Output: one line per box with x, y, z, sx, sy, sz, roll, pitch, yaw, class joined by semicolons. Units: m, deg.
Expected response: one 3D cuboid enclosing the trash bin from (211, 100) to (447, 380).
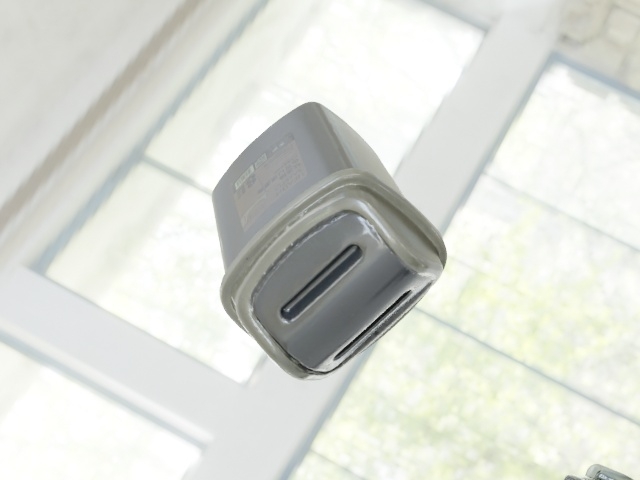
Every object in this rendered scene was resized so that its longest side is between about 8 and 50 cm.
0.000;0.000;1.585;0.209;0.182;0.290;-44;29;13;trash bin

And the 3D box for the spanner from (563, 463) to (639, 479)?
0.281;0.230;1.333;0.325;0.096;0.040;23;-90;-55;spanner
